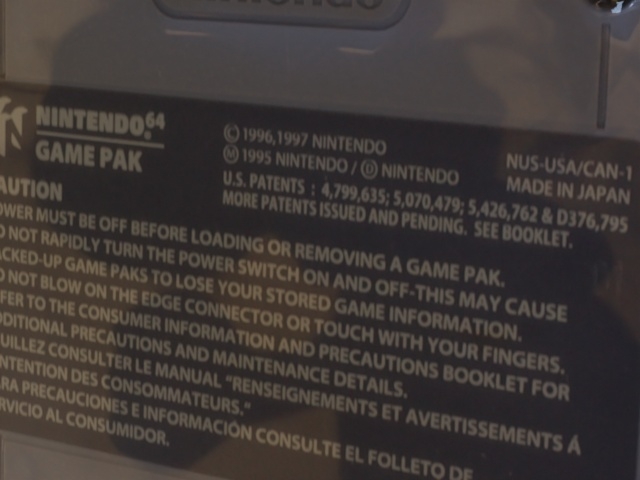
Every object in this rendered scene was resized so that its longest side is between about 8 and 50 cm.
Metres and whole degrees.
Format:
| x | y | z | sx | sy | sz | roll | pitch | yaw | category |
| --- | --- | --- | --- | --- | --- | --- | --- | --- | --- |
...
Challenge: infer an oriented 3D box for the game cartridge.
| x | y | z | sx | sy | sz | roll | pitch | yaw | category |
| --- | --- | --- | --- | --- | --- | --- | --- | --- | --- |
| 0.000 | 0.000 | 0.480 | 0.297 | 0.062 | 0.198 | 8 | -83 | 31 | game cartridge |
